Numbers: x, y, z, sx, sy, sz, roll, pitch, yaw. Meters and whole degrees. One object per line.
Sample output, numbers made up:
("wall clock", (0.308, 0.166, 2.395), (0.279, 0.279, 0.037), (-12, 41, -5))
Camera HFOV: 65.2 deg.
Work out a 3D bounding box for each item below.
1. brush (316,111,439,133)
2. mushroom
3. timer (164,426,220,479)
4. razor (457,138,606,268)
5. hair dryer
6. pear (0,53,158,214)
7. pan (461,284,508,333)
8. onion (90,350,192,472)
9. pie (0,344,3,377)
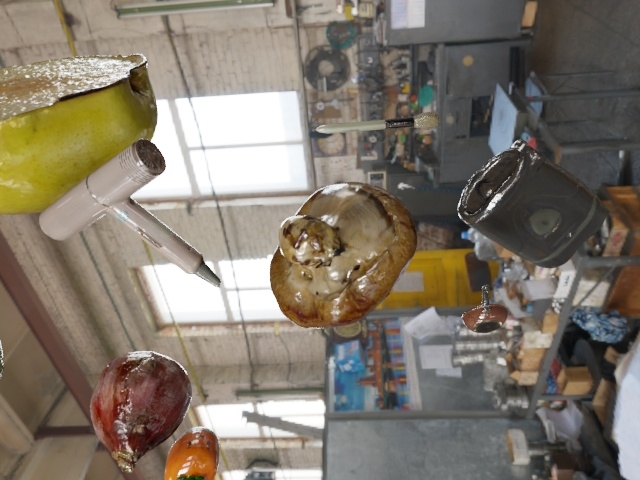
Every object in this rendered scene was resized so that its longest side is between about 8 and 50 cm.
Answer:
("brush", (0.137, -0.276, 1.183), (0.039, 0.300, 0.042), (-106, 13, -64))
("mushroom", (0.025, 0.002, 0.851), (0.267, 0.268, 0.254), (-87, -11, -49))
("timer", (-0.247, 0.432, 0.952), (0.136, 0.099, 0.136), (-161, 90, -84))
("razor", (0.440, -0.066, 1.039), (0.204, 0.349, 0.113), (-50, 38, 22))
("hair dryer", (-0.241, -0.002, 0.689), (0.220, 0.195, 0.053), (53, -155, -24))
("pear", (-0.442, -0.158, 0.784), (0.340, 0.387, 0.191), (-85, -9, -56))
("pan", (0.243, 0.106, 0.734), (0.115, 0.069, 0.023), (69, -166, -48))
("onion", (-0.291, 0.275, 0.801), (0.194, 0.160, 0.159), (-97, 2, -57))
("pie", (-0.451, 0.138, 0.548), (0.187, 0.041, 0.186), (23, -120, -47))
